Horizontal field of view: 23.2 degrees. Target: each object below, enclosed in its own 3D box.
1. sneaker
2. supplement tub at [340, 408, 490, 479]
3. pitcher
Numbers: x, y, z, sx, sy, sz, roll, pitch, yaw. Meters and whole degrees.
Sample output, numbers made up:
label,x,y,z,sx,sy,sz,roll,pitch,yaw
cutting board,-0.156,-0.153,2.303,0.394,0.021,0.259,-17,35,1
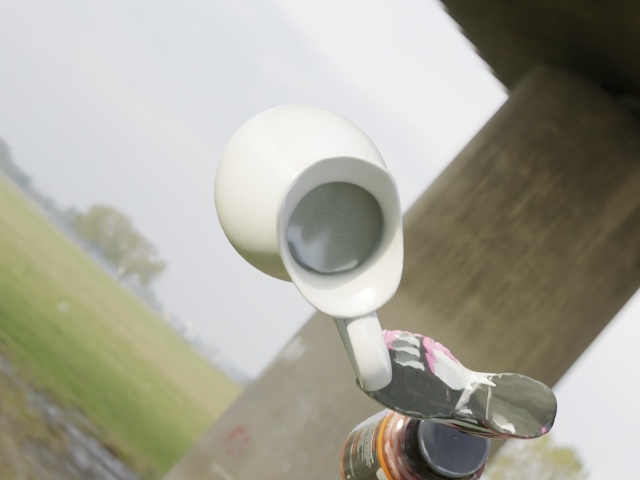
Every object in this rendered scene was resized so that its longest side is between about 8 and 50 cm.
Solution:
label,x,y,z,sx,sy,sz,roll,pitch,yaw
sneaker,0.110,0.137,1.340,0.178,0.072,0.077,22,-18,6
supplement tub,0.093,0.202,1.475,0.106,0.106,0.198,42,-22,-1
pitcher,0.000,0.000,1.094,0.207,0.125,0.177,-130,-153,-69
